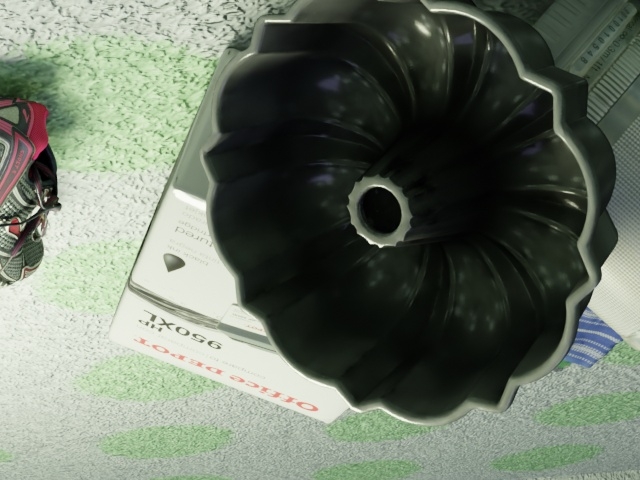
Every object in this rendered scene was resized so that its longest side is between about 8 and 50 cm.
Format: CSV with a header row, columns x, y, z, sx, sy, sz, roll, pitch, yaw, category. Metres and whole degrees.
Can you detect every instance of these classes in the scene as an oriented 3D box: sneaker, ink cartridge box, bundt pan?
x,y,z,sx,sy,sz,roll,pitch,yaw,category
-0.308,-0.037,1.166,0.112,0.121,0.299,-5,157,-7,sneaker
-0.035,0.021,1.203,0.285,0.166,0.395,23,151,-8,ink cartridge box
0.074,-0.036,0.881,0.330,0.331,0.124,-25,-179,38,bundt pan

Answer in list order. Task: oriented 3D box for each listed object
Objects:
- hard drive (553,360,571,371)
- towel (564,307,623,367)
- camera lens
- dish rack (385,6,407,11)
x,y,z,sx,sy,sz,roll,pitch,yaw,category
0.290,0.132,1.781,0.236,0.064,0.339,-5,156,-2,hard drive
0.422,0.070,1.568,0.243,0.040,0.336,13,135,-47,towel
0.257,-0.060,0.979,0.219,0.274,0.219,-48,178,-3,camera lens
0.107,-0.252,0.828,0.271,0.074,0.208,-10,158,4,dish rack
